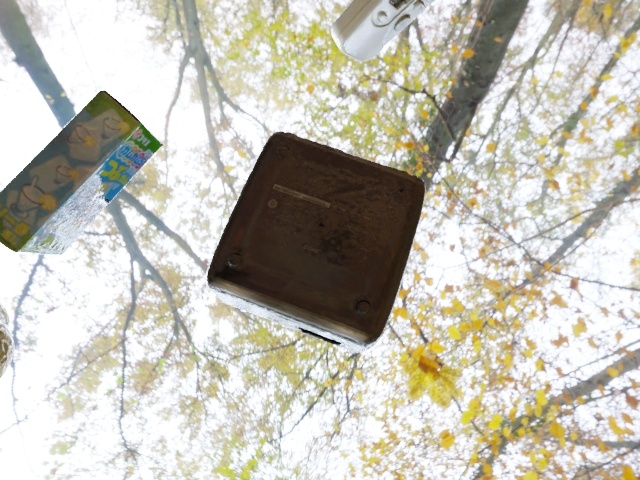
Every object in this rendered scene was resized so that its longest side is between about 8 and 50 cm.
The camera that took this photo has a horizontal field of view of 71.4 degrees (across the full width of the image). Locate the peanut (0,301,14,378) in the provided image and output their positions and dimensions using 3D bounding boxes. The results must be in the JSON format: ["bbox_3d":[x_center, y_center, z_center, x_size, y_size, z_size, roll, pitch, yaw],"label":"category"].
[{"bbox_3d":[-0.525,0.155,0.669,0.229,0.098,0.103,31,-85,49],"label":"peanut"}]

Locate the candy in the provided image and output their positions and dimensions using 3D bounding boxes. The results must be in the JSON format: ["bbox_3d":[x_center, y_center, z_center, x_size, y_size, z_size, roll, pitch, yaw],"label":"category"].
[{"bbox_3d":[-0.280,-0.072,0.516,0.062,0.097,0.194,40,-96,0],"label":"candy"}]

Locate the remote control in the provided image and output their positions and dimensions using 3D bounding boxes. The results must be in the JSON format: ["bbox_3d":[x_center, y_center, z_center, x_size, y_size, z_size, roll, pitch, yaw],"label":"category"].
[{"bbox_3d":[0.108,-0.296,0.486,0.090,0.230,0.049,-8,-114,-56],"label":"remote control"}]

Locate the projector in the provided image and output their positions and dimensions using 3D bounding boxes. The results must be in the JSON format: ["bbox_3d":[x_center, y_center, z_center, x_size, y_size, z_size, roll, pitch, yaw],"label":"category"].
[{"bbox_3d":[0.000,0.000,1.024,0.396,0.242,0.404,20,-108,5],"label":"projector"}]
